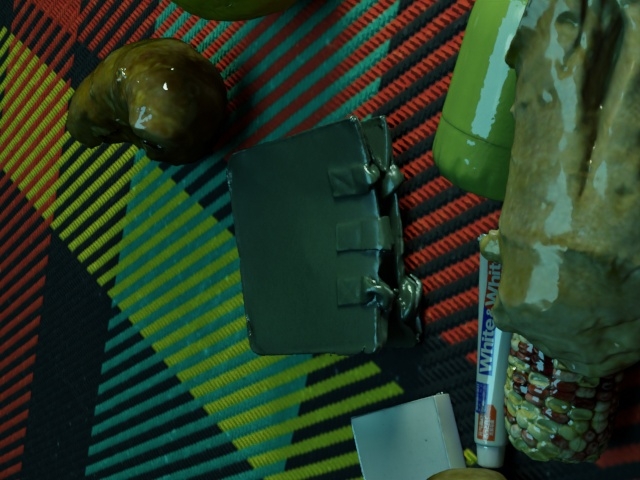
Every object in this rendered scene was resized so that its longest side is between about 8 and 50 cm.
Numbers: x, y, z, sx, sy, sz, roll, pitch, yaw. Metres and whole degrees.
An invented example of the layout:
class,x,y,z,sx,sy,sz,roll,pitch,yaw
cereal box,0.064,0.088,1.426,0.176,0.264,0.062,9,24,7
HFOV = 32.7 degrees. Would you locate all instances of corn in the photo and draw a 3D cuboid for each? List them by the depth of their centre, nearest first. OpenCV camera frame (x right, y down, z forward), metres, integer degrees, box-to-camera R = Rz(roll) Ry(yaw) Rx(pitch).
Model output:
class,x,y,z,sx,sy,sz,roll,pitch,yaw
corn,0.212,0.042,0.893,0.098,0.098,0.290,21,107,52

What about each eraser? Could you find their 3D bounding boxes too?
class,x,y,z,sx,sy,sz,roll,pitch,yaw
eraser,0.091,0.222,1.142,0.150,0.023,0.104,-27,72,52

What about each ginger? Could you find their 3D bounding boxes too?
class,x,y,z,sx,sy,sz,roll,pitch,yaw
ginger,0.202,-0.079,0.778,0.190,0.126,0.354,-5,91,19
ginger,-0.219,-0.182,1.432,0.165,0.172,0.321,55,159,-22

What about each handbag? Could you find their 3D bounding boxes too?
class,x,y,z,sx,sy,sz,roll,pitch,yaw
handbag,0.001,0.000,1.199,0.260,0.079,0.247,-8,88,54

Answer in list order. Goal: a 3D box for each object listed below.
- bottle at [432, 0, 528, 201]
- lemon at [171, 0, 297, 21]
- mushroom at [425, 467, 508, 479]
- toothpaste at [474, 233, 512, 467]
class,x,y,z,sx,sy,sz,roll,pitch,yaw
bottle,0.176,-0.166,0.905,0.112,0.112,0.260,40,124,45
lemon,-0.090,-0.339,1.181,0.260,0.204,0.204,-8,87,51
mushroom,0.141,0.384,1.003,0.128,0.128,0.350,-2,93,55
toothpaste,0.164,0.104,1.024,0.052,0.033,0.218,5,93,48
